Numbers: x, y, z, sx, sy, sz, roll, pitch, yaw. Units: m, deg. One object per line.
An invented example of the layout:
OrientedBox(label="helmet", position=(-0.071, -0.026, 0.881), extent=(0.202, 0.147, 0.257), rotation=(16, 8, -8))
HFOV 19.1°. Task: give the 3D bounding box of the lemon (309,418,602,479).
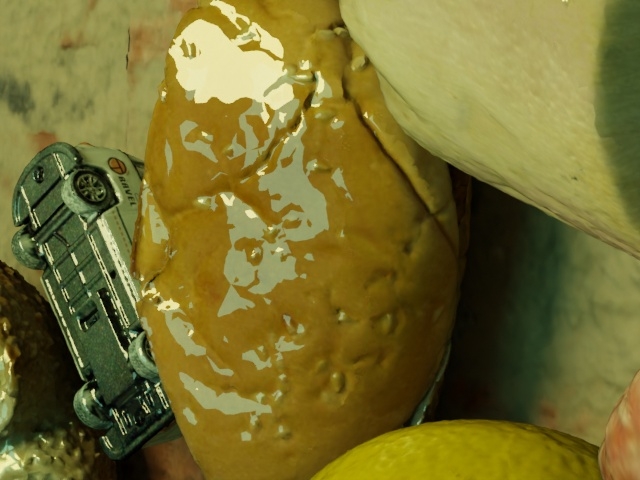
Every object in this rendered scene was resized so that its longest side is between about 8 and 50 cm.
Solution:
OrientedBox(label="lemon", position=(0.075, 0.176, 0.896), extent=(0.244, 0.187, 0.186), rotation=(6, 101, 17))

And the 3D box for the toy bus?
OrientedBox(label="toy bus", position=(-0.117, 0.031, 1.163), extent=(0.087, 0.089, 0.194), rotation=(-42, 65, 40))

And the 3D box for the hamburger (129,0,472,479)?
OrientedBox(label="hamburger", position=(0.000, 0.000, 0.991), extent=(0.245, 0.155, 0.282), rotation=(-36, 79, 32))

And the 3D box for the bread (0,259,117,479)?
OrientedBox(label="bread", position=(-0.216, 0.134, 1.222), extent=(0.171, 0.192, 0.314), rotation=(-19, 87, 15))

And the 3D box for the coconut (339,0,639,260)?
OrientedBox(label="coconut", position=(0.162, -0.132, 0.701), extent=(0.329, 0.329, 0.328), rotation=(9, 102, 47))

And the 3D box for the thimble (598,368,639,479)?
OrientedBox(label="thimble", position=(0.233, 0.083, 0.692), extent=(0.239, 0.239, 0.162), rotation=(-46, 63, 41))
